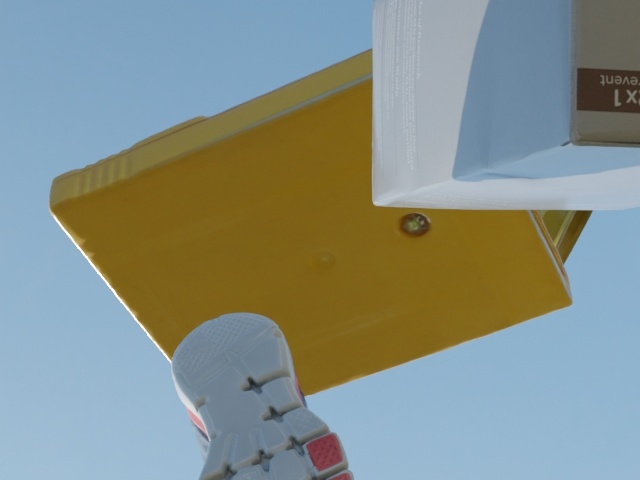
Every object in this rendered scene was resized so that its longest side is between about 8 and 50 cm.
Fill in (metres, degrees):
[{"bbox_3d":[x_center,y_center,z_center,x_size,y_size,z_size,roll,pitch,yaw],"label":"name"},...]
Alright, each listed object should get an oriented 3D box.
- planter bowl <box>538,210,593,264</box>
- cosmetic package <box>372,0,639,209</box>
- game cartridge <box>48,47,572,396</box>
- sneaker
[{"bbox_3d":[0.204,-0.053,1.282,0.217,0.090,0.217,-58,-13,-21],"label":"planter bowl"},{"bbox_3d":[0.105,-0.066,0.518,0.127,0.238,0.107,2,-96,-14],"label":"cosmetic package"},{"bbox_3d":[0.000,0.000,1.096,0.323,0.053,0.285,-19,-49,15],"label":"game cartridge"},{"bbox_3d":[-0.016,0.095,0.527,0.061,0.158,0.065,-15,-51,1],"label":"sneaker"}]
